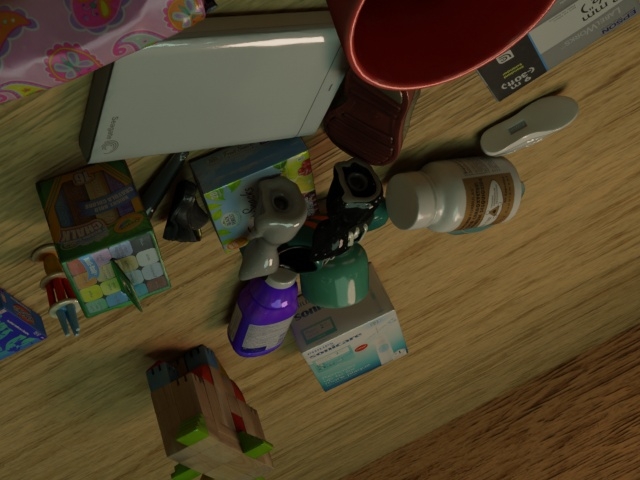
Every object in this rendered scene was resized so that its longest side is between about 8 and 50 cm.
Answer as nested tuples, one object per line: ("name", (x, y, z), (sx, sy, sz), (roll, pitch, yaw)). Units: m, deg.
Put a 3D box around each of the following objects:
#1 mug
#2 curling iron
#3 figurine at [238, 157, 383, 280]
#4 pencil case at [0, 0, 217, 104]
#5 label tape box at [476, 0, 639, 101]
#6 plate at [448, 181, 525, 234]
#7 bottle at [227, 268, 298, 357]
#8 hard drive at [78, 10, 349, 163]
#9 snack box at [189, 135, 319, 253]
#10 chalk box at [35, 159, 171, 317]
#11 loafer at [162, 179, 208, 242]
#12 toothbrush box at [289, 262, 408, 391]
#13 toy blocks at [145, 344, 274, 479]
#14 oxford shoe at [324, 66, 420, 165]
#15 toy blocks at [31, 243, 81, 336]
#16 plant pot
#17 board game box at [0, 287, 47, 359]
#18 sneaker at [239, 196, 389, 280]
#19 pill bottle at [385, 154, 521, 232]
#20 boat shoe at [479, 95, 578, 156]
("mug", (0.021, 0.043, 1.902), (0.130, 0.157, 0.097), (-13, 122, -15))
("curling iron", (-0.264, -0.050, 1.574), (0.068, 0.035, 0.274), (-30, 160, -47))
("figurine", (-0.027, -0.017, 1.619), (0.215, 0.092, 0.209), (-15, 152, -25))
("pencil case", (-0.263, -0.246, 1.108), (0.284, 0.124, 0.124), (-25, 155, -3))
("label tape box", (0.328, -0.327, 1.493), (0.249, 0.115, 0.348), (-32, 152, 13))
("plate", (0.342, -0.060, 2.113), (0.188, 0.024, 0.188), (-20, 153, -11))
("bottle", (-0.104, 0.126, 1.978), (0.118, 0.092, 0.283), (-15, 152, -23))
("hard drive", (-0.132, -0.208, 1.376), (0.353, 0.047, 0.233), (-10, 151, -29))
("snack box", (-0.100, -0.080, 1.618), (0.175, 0.070, 0.207), (-23, 153, -7))
("chalk box", (-0.295, 0.011, 1.421), (0.132, 0.213, 0.132), (-19, 139, -10))
("loafer", (-0.201, -0.044, 1.576), (0.061, 0.062, 0.170), (15, 158, -9))
("toothbrush box", (0.058, 0.194, 2.219), (0.216, 0.126, 0.295), (-25, 153, -2))
("toy blocks", (-0.234, 0.346, 2.115), (0.191, 0.260, 0.381), (-29, 147, 11))
("oxford shoe", (0.095, -0.212, 1.495), (0.130, 0.123, 0.348), (-60, -178, -18))
("toy blocks", (-0.364, 0.066, 1.563), (0.123, 0.148, 0.054), (-23, 155, -4))
("plant pot", (0.102, -0.342, 1.106), (0.275, 0.243, 0.275), (-20, 154, -10))
("board game box", (-0.578, 0.162, 1.668), (0.210, 0.047, 0.160), (-25, 155, 1))
("sneaker", (0.000, 0.000, 1.801), (0.302, 0.121, 0.108), (-13, 152, -25))
("pill bottle", (0.239, -0.082, 1.851), (0.229, 0.131, 0.131), (-9, 150, -31))
("boat shoe", (0.375, -0.200, 1.838), (0.184, 0.066, 0.063), (-31, 168, 6))
